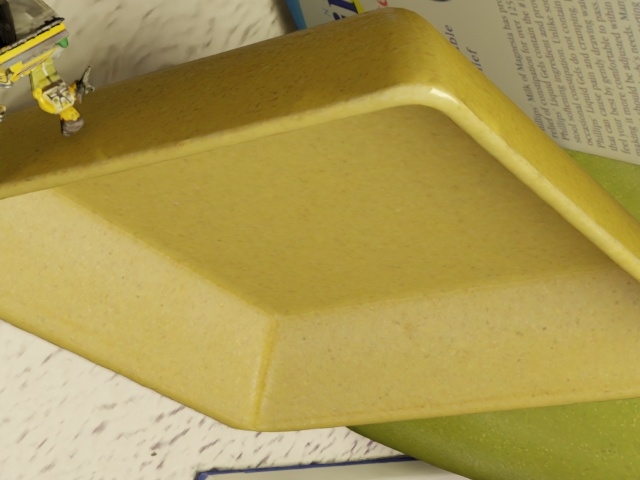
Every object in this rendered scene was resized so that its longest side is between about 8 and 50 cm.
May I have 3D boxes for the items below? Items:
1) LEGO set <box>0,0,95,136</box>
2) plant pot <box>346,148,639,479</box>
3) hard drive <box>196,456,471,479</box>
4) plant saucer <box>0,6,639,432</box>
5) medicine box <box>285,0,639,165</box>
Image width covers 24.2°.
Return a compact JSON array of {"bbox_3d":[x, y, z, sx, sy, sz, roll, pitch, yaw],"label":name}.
[{"bbox_3d":[-0.090,-0.149,0.567,0.331,0.255,0.192,-38,106,-39],"label":"LEGO set"},{"bbox_3d":[0.185,0.058,0.907,0.274,0.293,0.275,-20,123,-36],"label":"plant pot"},{"bbox_3d":[0.020,0.252,1.029,0.318,0.040,0.210,5,106,-45],"label":"hard drive"},{"bbox_3d":[0.000,0.000,0.728,0.332,0.332,0.081,33,55,-48],"label":"plant saucer"},{"bbox_3d":[0.153,-0.182,0.756,0.263,0.289,0.149,-38,122,-25],"label":"medicine box"}]
